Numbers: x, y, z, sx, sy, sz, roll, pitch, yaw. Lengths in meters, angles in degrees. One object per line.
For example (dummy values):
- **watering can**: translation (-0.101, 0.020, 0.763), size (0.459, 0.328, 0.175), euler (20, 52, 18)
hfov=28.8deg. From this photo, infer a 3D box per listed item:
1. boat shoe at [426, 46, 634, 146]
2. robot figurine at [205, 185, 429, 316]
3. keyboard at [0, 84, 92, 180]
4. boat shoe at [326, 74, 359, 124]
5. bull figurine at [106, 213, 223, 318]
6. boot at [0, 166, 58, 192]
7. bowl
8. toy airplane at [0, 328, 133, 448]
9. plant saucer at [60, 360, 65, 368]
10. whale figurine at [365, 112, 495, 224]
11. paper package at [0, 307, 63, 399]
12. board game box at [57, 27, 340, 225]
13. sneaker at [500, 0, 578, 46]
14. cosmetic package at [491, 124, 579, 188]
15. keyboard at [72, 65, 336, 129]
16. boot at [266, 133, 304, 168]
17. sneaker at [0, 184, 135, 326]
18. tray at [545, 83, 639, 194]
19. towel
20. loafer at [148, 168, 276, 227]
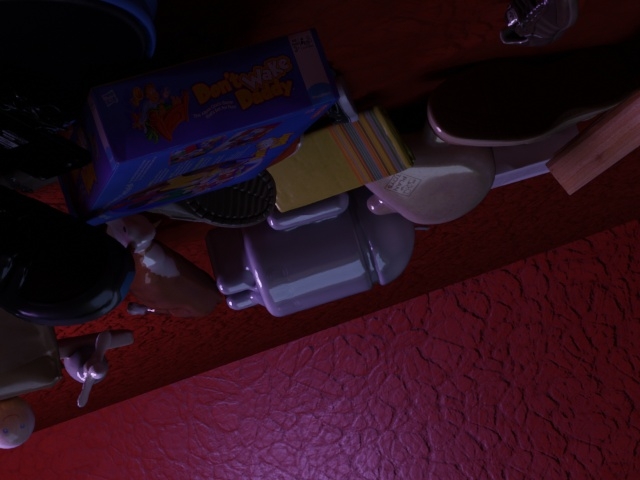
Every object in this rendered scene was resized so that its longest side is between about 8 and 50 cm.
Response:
- **boat shoe**: translation (0.287, -0.186, 1.762), size (0.341, 0.121, 0.110), euler (-12, 166, -27)
- **robot figurine**: translation (0.000, 0.000, 2.005), size (0.353, 0.200, 0.300), euler (-18, 159, 2)
- **keyboard**: translation (-0.284, -0.111, 1.156), size (0.100, 0.038, 0.192), euler (-15, 158, 23)
- **boat shoe**: translation (0.023, -0.177, 1.619), size (0.040, 0.049, 0.142), euler (-18, 170, 5)
- **bull figurine**: translation (-0.279, 0.044, 1.938), size (0.188, 0.101, 0.310), euler (1, 154, 30)
- **boot**: translation (-0.354, -0.086, 1.526), size (0.087, 0.042, 0.118), euler (-12, 167, -13)
- **bowl**: translation (-0.331, -0.167, 1.114), size (0.391, 0.077, 0.391), euler (-16, 168, -4)
- **toy airplane**: translation (-0.545, 0.213, 2.040), size (0.386, 0.272, 0.384), euler (-21, 168, 15)
- **plant saucer**: translation (-0.479, 0.173, 1.735), size (0.241, 0.037, 0.241), euler (-5, 179, 0)
- **whale figurine**: translation (0.123, -0.130, 1.833), size (0.272, 0.141, 0.216), euler (12, 137, -21)
- **paper package**: translation (-0.528, 0.100, 1.543), size (0.325, 0.168, 0.309), euler (-13, -161, -26)
- **board game box**: translation (-0.145, -0.109, 1.338), size (0.233, 0.078, 0.347), euler (-18, 176, -20)
- **sneaker**: translation (0.258, -0.270, 1.479), size (0.071, 0.066, 0.188), euler (-16, 167, -1)
- **cosmetic package**: translation (0.330, -0.139, 2.171), size (0.239, 0.060, 0.099), euler (-16, 170, -5)
- **keyboard**: translation (-0.152, -0.155, 1.521), size (0.317, 0.033, 0.201), euler (-8, 165, -33)
- **boot**: translation (-0.089, -0.114, 1.731), size (0.085, 0.059, 0.158), euler (-12, 167, -44)
- **sneaker**: translation (-0.366, -0.005, 1.361), size (0.341, 0.125, 0.139), euler (17, 161, 17)
- **tray**: translation (0.516, -0.217, 1.899), size (0.203, 0.076, 0.411), euler (-37, 175, -23)
- **towel**: translation (0.013, -0.114, 1.752), size (0.237, 0.102, 0.021), euler (-18, -158, 34)
- **loafer**: translation (-0.188, -0.078, 1.638), size (0.268, 0.102, 0.092), euler (9, -174, -25)
